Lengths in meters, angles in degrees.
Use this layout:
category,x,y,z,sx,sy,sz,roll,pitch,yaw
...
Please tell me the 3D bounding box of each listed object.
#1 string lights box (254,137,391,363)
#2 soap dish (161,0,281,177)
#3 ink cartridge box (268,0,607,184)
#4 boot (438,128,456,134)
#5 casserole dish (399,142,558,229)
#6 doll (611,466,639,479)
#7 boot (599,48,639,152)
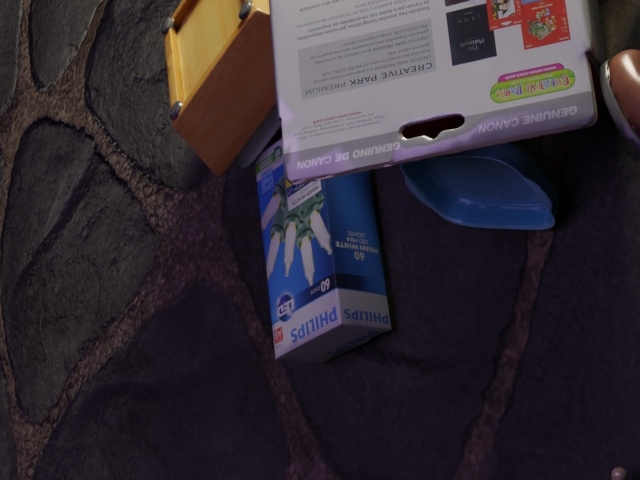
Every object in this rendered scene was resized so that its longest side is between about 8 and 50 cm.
category,x,y,z,sx,sy,sz,roll,pitch,yaw
string lights box,0.000,0.000,1.494,0.133,0.076,0.260,-32,57,46
soap dish,-0.100,-0.252,1.594,0.229,0.118,0.291,-51,30,27
ink cartridge box,0.115,-0.189,1.253,0.309,0.130,0.272,-10,72,19
boot,0.129,-0.202,1.373,0.258,0.095,0.123,49,119,42
casserole dish,0.164,-0.059,1.292,0.188,0.114,0.037,3,53,51
doll,0.296,0.239,1.096,0.189,0.046,0.129,-54,44,27
boot,0.385,-0.148,1.041,0.280,0.096,0.264,-53,45,28
